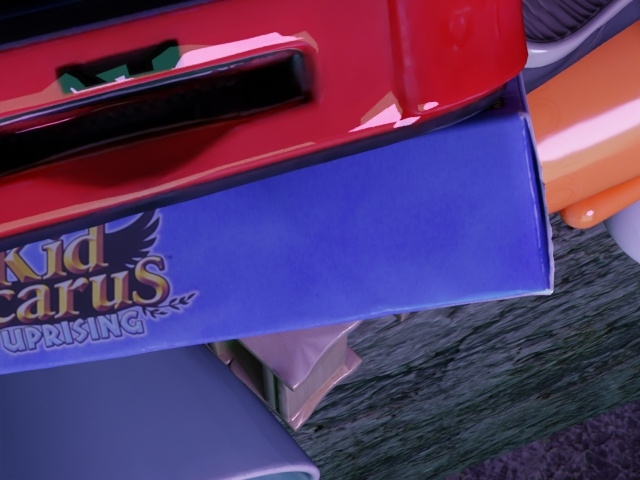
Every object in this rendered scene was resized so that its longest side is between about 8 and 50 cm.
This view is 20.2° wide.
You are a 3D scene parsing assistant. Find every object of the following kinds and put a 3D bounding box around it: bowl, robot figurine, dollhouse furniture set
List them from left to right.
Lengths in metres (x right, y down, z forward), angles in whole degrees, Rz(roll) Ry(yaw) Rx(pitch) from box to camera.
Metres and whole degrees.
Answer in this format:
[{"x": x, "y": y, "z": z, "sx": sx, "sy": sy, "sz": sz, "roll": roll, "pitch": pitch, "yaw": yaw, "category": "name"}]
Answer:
[{"x": -0.172, "y": 0.152, "z": 1.254, "sx": 0.312, "sy": 0.163, "sz": 0.311, "roll": -21, "pitch": 165, "yaw": -6, "category": "bowl"}, {"x": 0.000, "y": 0.000, "z": 1.131, "sx": 0.183, "sy": 0.129, "sz": 0.129, "roll": -46, "pitch": 168, "yaw": -13, "category": "dollhouse furniture set"}, {"x": 0.148, "y": -0.091, "z": 0.978, "sx": 0.219, "sy": 0.158, "sz": 0.128, "roll": -23, "pitch": -179, "yaw": -2, "category": "robot figurine"}]

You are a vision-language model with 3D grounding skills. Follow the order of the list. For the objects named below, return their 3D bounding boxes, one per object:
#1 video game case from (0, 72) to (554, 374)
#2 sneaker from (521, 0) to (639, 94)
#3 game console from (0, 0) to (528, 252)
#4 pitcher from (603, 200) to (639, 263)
[{"x": -0.058, "y": -0.021, "z": 0.640, "sx": 0.270, "sy": 0.061, "sz": 0.244, "roll": -9, "pitch": -166, "yaw": 7, "category": "video game case"}, {"x": 0.125, "y": -0.132, "z": 0.863, "sx": 0.222, "sy": 0.083, "sz": 0.118, "roll": -32, "pitch": 174, "yaw": -29, "category": "sneaker"}, {"x": -0.159, "y": -0.044, "z": 0.565, "sx": 0.387, "sy": 0.060, "sz": 0.342, "roll": -15, "pitch": -164, "yaw": -19, "category": "game console"}, {"x": 0.307, "y": -0.078, "z": 1.298, "sx": 0.178, "sy": 0.125, "sz": 0.207, "roll": -29, "pitch": 163, "yaw": -51, "category": "pitcher"}]
